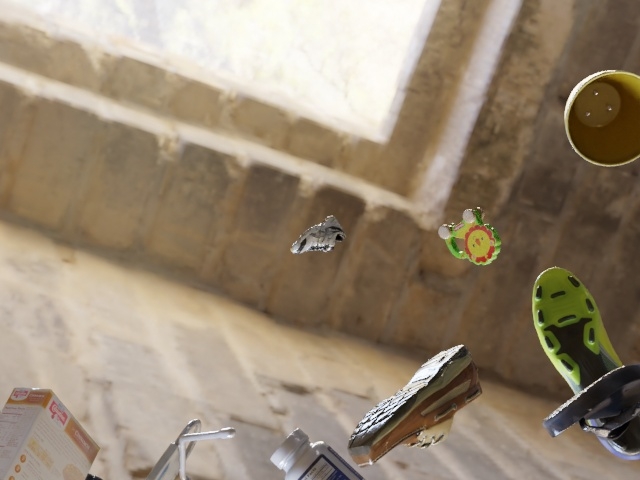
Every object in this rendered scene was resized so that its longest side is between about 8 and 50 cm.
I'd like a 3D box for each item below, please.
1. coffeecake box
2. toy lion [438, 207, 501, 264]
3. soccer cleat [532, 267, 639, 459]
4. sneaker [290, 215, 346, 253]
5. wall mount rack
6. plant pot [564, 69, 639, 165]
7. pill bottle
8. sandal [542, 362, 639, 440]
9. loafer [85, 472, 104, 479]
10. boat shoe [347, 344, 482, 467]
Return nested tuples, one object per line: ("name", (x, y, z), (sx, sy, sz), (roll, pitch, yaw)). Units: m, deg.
("coffeecake box", (-0.384, 0.310, 1.511), (0.142, 0.068, 0.185), (63, -143, -40))
("toy lion", (0.259, 0.000, 1.955), (0.100, 0.034, 0.096), (-34, 74, 43))
("soccer cleat", (0.379, 0.176, 1.620), (0.289, 0.093, 0.121), (65, -174, 19))
("sneaker", (0.000, 0.000, 1.401), (0.083, 0.037, 0.032), (-33, -7, -39))
("wall mount rack", (-0.268, 0.467, 2.094), (0.350, 0.130, 0.304), (-55, -15, -34))
("plant pot", (0.401, -0.182, 1.618), (0.095, 0.134, 0.134), (-96, 27, -70))
("pill bottle", (0.002, 0.272, 1.307), (0.067, 0.120, 0.067), (-46, -10, -11))
("sandal", (0.338, 0.174, 1.246), (0.097, 0.254, 0.054), (-48, 61, 39))
("loafer", (-0.393, 0.530, 2.236), (0.095, 0.302, 0.109), (-33, 26, 17))
("boat shoe", (0.189, 0.315, 2.077), (0.324, 0.120, 0.122), (-35, 6, -34))
